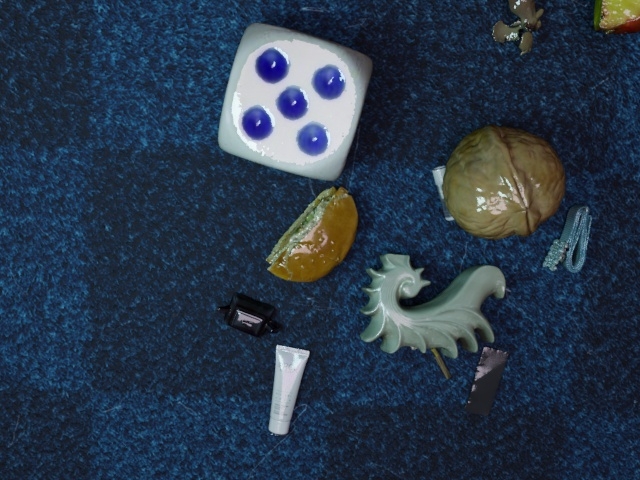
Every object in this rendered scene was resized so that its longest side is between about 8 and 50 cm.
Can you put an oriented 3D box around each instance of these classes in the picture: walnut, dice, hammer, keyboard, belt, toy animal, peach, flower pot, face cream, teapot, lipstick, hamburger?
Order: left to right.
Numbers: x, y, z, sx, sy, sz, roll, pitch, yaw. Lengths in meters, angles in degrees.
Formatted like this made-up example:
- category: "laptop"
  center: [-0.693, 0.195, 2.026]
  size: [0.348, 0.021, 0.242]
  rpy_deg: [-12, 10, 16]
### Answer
- category: "teapot"
  center: [-0.191, 0.207, 1.836]
  size: [0.177, 0.096, 0.087]
  rpy_deg: [22, 101, -6]
- category: "face cream"
  center: [-0.095, 0.412, 1.905]
  size: [0.092, 0.058, 0.243]
  rpy_deg: [10, 96, 2]
- category: "dice"
  center: [-0.060, -0.321, 1.638]
  size: [0.304, 0.277, 0.304]
  rpy_deg: [16, 99, -3]
- category: "hamburger"
  center: [0.000, 0.000, 1.771]
  size: [0.156, 0.144, 0.283]
  rpy_deg: [41, 97, -9]
- category: "flower pot"
  center: [0.288, 0.173, 1.795]
  size: [0.367, 0.164, 0.254]
  rpy_deg: [7, 86, -6]
- category: "hammer"
  center: [0.315, 0.302, 1.903]
  size: [0.062, 0.017, 0.182]
  rpy_deg: [-30, 102, 6]
- category: "lipstick"
  center: [0.326, -0.122, 1.800]
  size: [0.040, 0.040, 0.141]
  rpy_deg: [-16, 102, 3]
- category: "keyboard"
  center: [0.459, 0.391, 1.924]
  size: [0.074, 0.015, 0.196]
  rpy_deg: [13, 102, -7]
- category: "walnut"
  center: [0.436, -0.136, 1.662]
  size: [0.277, 0.313, 0.252]
  rpy_deg: [6, 118, -9]
- category: "toy animal"
  center: [0.489, -0.576, 1.688]
  size: [0.186, 0.094, 0.214]
  rpy_deg: [-36, 93, 2]
- category: "belt"
  center: [0.654, -0.007, 1.820]
  size: [0.100, 0.065, 0.179]
  rpy_deg: [6, 100, -10]
- category: "peach"
  center: [0.730, -0.622, 1.642]
  size: [0.159, 0.154, 0.267]
  rpy_deg: [1, 92, 8]
